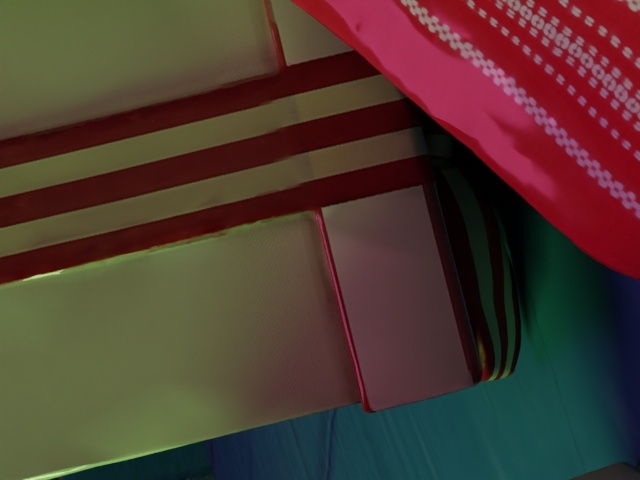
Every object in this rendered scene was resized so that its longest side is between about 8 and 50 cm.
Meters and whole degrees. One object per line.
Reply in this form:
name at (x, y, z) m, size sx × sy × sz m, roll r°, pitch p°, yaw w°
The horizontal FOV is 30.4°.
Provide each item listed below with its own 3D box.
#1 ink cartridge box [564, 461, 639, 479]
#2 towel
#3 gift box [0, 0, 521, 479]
ink cartridge box at (0.055, 0.162, 0.393) m, size 0.153 × 0.208 × 0.086 m, roll -147°, pitch 42°, yaw -74°
towel at (0.061, -0.115, 0.307) m, size 0.199 × 0.031 × 0.275 m, roll 43°, pitch 154°, yaw 18°
gift box at (-0.051, -0.033, 0.579) m, size 0.276 × 0.258 × 0.255 m, roll -36°, pitch -67°, yaw -87°
